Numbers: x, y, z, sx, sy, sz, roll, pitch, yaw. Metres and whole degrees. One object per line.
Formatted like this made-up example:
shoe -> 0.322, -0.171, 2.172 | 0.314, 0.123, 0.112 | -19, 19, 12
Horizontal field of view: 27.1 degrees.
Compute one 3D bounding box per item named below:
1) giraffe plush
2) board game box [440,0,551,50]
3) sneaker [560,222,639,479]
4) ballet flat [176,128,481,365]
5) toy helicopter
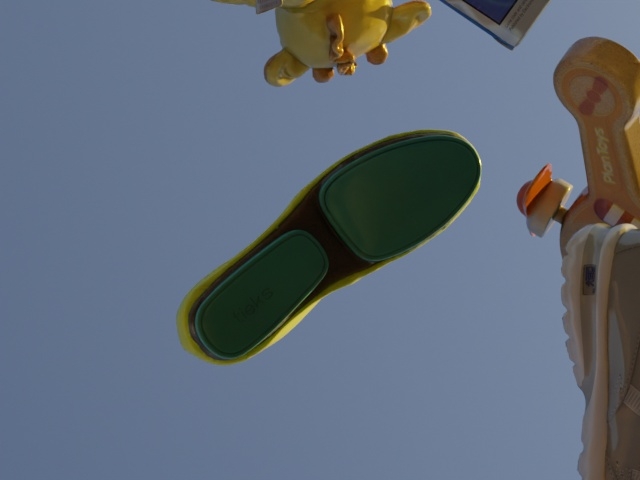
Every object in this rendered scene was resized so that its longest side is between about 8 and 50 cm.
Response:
giraffe plush -> 0.002, -0.205, 0.991 | 0.170, 0.181, 0.210 | 55, -136, -55
board game box -> 0.070, -0.311, 0.704 | 0.302, 0.308, 0.086 | 34, -144, -2
sneaker -> 0.226, 0.125, 0.826 | 0.105, 0.115, 0.281 | -18, -82, -53
ballet flat -> 0.000, 0.000, 0.872 | 0.231, 0.077, 0.077 | -35, -82, -14
toy helicopter -> 0.275, -0.048, 1.268 | 0.140, 0.235, 0.355 | -47, -44, -26
